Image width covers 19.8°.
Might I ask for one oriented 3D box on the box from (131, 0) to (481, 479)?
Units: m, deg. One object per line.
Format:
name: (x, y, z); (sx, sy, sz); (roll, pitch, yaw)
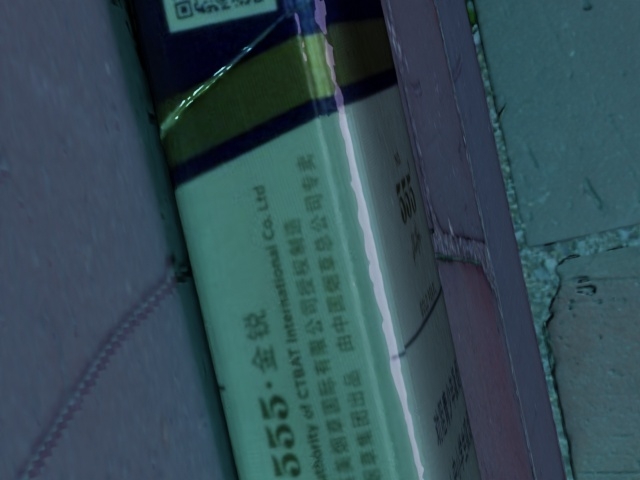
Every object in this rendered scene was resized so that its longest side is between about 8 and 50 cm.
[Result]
box: (0.000, 0.000, 0.680); (0.168, 0.071, 0.259); (-37, 114, -78)
